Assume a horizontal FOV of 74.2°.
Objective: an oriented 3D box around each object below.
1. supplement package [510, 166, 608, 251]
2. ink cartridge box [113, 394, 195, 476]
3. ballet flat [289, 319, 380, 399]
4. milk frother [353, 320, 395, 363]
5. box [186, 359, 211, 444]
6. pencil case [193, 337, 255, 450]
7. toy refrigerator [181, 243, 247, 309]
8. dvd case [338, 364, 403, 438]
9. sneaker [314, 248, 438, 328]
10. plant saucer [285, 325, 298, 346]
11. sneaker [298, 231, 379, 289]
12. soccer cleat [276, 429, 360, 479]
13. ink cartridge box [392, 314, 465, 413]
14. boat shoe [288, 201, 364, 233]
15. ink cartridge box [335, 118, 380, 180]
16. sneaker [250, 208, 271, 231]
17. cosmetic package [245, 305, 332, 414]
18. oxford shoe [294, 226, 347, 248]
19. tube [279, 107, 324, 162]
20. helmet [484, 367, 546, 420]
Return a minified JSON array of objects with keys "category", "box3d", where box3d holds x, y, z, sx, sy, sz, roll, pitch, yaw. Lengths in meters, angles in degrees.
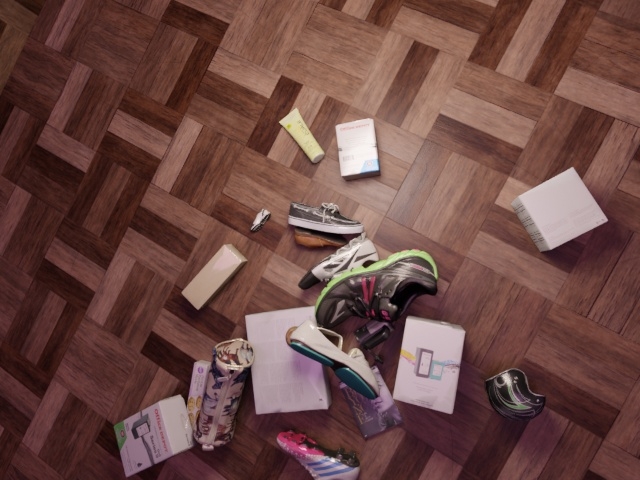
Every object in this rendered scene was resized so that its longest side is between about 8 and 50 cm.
[{"category":"supplement package","box3d":[0.794,-0.098,1.429,0.194,0.149,0.203,-29,80,10]},{"category":"ink cartridge box","box3d":[-0.662,0.774,1.684,0.289,0.121,0.211,-32,70,21]},{"category":"ballet flat","box3d":[0.074,0.420,1.530,0.400,0.139,0.139,36,95,-9]},{"category":"milk frother","box3d":[0.221,0.366,1.568,0.134,0.129,0.143,-37,122,8]},{"category":"box","box3d":[-0.499,0.658,1.722,0.067,0.063,0.325,9,88,14]},{"category":"pencil case","box3d":[-0.367,0.582,1.595,0.159,0.183,0.411,18,108,2]},{"category":"toy refrigerator","box3d":[-0.430,0.147,1.732,0.102,0.094,0.270,43,97,6]},{"category":"dvd case","box3d":[0.188,0.604,1.587,0.164,0.018,0.222,-28,80,10]},{"category":"sneaker","box3d":[0.187,0.201,1.492,0.482,0.185,0.203,-29,49,17]},{"category":"plant saucer","box3d":[-0.093,0.363,1.578,0.083,0.015,0.084,-1,85,12]},{"category":"sneaker","box3d":[0.072,0.116,1.597,0.330,0.122,0.146,-34,84,5]},{"category":"soccer cleat","box3d":[-0.020,0.824,1.569,0.330,0.116,0.143,14,89,14]},{"category":"ink cartridge box","box3d":[0.375,0.413,1.465,0.196,0.198,0.271,10,87,15]},{"category":"boat shoe","box3d":[0.022,-0.095,1.632,0.305,0.113,0.105,12,103,23]},{"category":"ink cartridge box","box3d":[0.147,-0.348,1.635,0.148,0.086,0.204,-7,84,13]},{"category":"sneaker","box3d":[-0.251,-0.082,1.738,0.109,0.040,0.044,-46,61,3]},{"category":"cosmetic package","box3d":[-0.123,0.457,1.632,0.283,0.097,0.378,-9,83,14]},{"category":"oxford shoe","box3d":[0.000,0.000,1.663,0.212,0.076,0.076,12,119,11]},{"category":"tube","box3d":[-0.072,-0.420,1.709,0.070,0.062,0.240,-24,72,-30]},{"category":"helmet","box3d":[0.650,0.518,1.412,0.169,0.169,0.162,-29,64,10]}]
